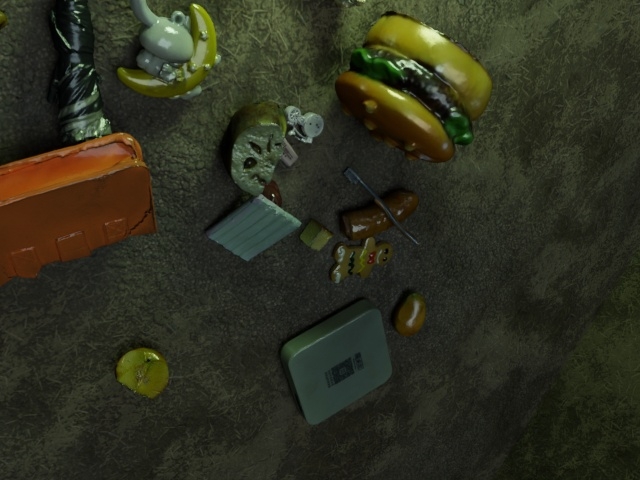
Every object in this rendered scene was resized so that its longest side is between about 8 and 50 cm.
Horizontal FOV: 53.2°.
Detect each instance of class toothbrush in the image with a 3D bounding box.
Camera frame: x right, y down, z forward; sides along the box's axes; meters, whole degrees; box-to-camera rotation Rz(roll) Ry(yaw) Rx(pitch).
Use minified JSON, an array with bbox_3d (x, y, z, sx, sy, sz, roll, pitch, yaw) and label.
[{"bbox_3d":[0.189,-0.100,1.927,0.321,0.023,0.031,44,78,-9],"label":"toothbrush"}]

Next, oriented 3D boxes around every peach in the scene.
[{"bbox_3d":[-0.486,0.365,1.778,0.151,0.118,0.151,0,92,-1],"label":"peach"}]

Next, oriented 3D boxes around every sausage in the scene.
[{"bbox_3d":[0.189,-0.081,1.989,0.270,0.109,0.109,-26,127,-19],"label":"sausage"}]

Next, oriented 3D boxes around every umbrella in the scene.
[{"bbox_3d":[-0.524,-0.381,1.371,0.113,0.106,0.358,-15,115,-38],"label":"umbrella"}]

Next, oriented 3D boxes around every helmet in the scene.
[{"bbox_3d":[-0.142,-0.109,1.782,0.089,0.057,0.111,-14,122,-24],"label":"helmet"}]

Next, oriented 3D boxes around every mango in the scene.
[{"bbox_3d":[0.323,0.264,2.279,0.115,0.089,0.165,23,98,-30],"label":"mango"}]

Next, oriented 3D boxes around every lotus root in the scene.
[{"bbox_3d":[-0.176,-0.234,1.629,0.138,0.119,0.235,11,121,-20],"label":"lotus root"}]

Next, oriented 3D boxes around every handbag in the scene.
[{"bbox_3d":[-0.577,-0.066,1.425,0.410,0.116,0.303,-22,153,-23],"label":"handbag"}]

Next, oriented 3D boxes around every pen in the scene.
[{"bbox_3d":[-0.126,-0.275,1.718,0.053,0.032,0.197,-46,132,-3],"label":"pen"}]

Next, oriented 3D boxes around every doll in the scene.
[{"bbox_3d":[-0.342,-0.434,1.441,0.252,0.111,0.237,9,125,-38],"label":"doll"}]

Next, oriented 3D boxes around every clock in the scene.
[{"bbox_3d":[-0.051,-0.316,1.739,0.129,0.041,0.087,19,100,-44],"label":"clock"}]

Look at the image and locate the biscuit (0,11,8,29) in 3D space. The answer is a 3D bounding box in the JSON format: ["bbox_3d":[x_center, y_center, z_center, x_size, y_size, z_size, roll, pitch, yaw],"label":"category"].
[{"bbox_3d":[-0.728,-0.433,1.230,0.174,0.039,0.183,-43,130,-4],"label":"biscuit"}]

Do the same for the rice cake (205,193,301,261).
[{"bbox_3d":[-0.185,-0.036,1.767,0.198,0.037,0.189,-39,132,19],"label":"rice cake"}]

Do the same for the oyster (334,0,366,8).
[{"bbox_3d":[0.036,-0.681,1.571,0.161,0.107,0.233,-35,111,-6],"label":"oyster"}]

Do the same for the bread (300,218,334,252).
[{"bbox_3d":[0.000,0.000,1.921,0.109,0.080,0.084,35,95,-38],"label":"bread"}]

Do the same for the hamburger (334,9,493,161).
[{"bbox_3d":[0.241,-0.372,1.688,0.395,0.395,0.277,31,95,-40],"label":"hamburger"}]

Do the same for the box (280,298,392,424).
[{"bbox_3d":[0.064,0.416,2.190,0.373,0.090,0.367,-28,128,-19],"label":"box"}]

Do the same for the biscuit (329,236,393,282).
[{"bbox_3d":[0.139,0.058,2.077,0.240,0.035,0.158,-12,123,-27],"label":"biscuit"}]
